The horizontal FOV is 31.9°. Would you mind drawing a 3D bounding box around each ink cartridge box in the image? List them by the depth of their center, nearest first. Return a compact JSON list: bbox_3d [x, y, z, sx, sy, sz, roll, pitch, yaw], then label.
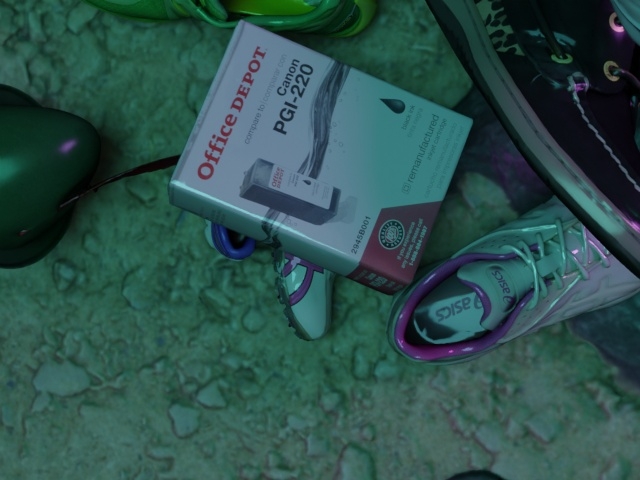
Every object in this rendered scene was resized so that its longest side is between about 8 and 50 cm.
[{"bbox_3d":[-0.002,-0.068,0.954,0.218,0.092,0.158,22,80,-2],"label":"ink cartridge box"}]

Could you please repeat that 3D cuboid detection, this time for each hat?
[{"bbox_3d":[-0.219,-0.078,1.010,0.183,0.208,0.173,-9,119,33],"label":"hat"}]

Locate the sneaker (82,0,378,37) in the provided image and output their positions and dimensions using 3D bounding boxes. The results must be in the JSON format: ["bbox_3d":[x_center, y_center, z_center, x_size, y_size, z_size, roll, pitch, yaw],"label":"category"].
[{"bbox_3d":[-0.096,-0.244,0.997,0.295,0.123,0.109,8,98,16],"label":"sneaker"}]

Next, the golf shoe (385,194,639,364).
[{"bbox_3d":[0.189,0.025,0.933,0.306,0.140,0.115,-32,85,15],"label":"golf shoe"}]

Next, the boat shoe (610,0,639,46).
[{"bbox_3d":[0.198,-0.249,0.774,0.095,0.084,0.258,-33,64,8],"label":"boat shoe"}]

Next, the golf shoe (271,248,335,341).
[{"bbox_3d":[0.000,0.000,1.022,0.086,0.067,0.186,-2,94,15],"label":"golf shoe"}]

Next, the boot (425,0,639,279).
[{"bbox_3d":[0.251,-0.182,0.855,0.284,0.138,0.377,-34,56,13],"label":"boot"}]

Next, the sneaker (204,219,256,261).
[{"bbox_3d":[-0.069,-0.064,1.027,0.068,0.071,0.170,-3,101,-16],"label":"sneaker"}]
